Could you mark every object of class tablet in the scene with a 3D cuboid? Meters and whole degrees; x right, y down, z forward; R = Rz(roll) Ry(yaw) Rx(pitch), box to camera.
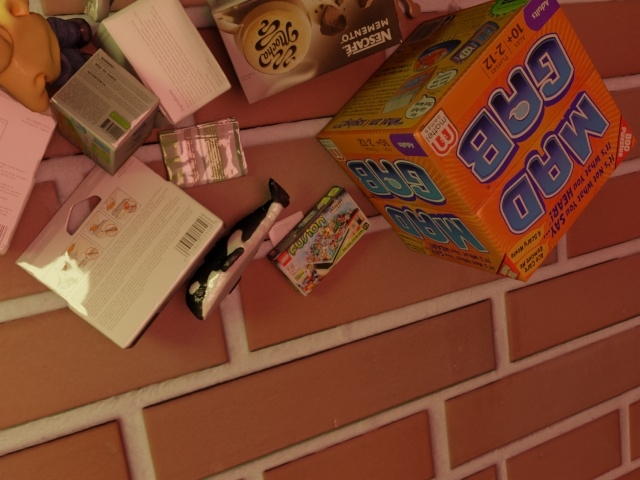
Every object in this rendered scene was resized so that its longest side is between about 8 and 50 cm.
[{"bbox_3d":[-0.065,-0.019,1.242,0.083,0.006,0.054,-27,109,-19],"label":"tablet"}]

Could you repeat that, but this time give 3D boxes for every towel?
[{"bbox_3d":[-0.214,-0.159,1.138,0.152,0.023,0.113,-16,104,-23],"label":"towel"}]

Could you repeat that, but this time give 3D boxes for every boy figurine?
[{"bbox_3d":[-0.425,-0.264,0.879,0.092,0.285,0.177,-5,106,15],"label":"boy figurine"}]

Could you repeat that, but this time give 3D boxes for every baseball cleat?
[{"bbox_3d":[-0.320,-0.430,0.981,0.109,0.072,0.206,5,68,-31],"label":"baseball cleat"}]

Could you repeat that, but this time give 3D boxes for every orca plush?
[{"bbox_3d":[-0.174,0.002,1.143,0.102,0.151,0.287,32,86,5],"label":"orca plush"}]

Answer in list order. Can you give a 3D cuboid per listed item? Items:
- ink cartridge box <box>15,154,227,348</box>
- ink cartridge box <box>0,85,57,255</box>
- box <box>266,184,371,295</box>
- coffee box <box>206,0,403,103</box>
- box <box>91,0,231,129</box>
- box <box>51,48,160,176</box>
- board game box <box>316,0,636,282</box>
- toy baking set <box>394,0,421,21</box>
[{"bbox_3d":[-0.341,0.009,1.075,0.239,0.060,0.275,37,82,2],"label":"ink cartridge box"},{"bbox_3d":[-0.584,-0.148,0.936,0.296,0.066,0.261,23,88,-27],"label":"ink cartridge box"},{"bbox_3d":[0.000,0.000,1.255,0.207,0.036,0.114,-47,119,-12],"label":"box"},{"bbox_3d":[-0.025,-0.382,1.074,0.297,0.119,0.168,-22,125,-2],"label":"coffee box"},{"bbox_3d":[-0.263,-0.289,1.005,0.119,0.181,0.182,-38,112,-16],"label":"box"},{"bbox_3d":[-0.332,-0.190,0.960,0.114,0.203,0.103,40,74,-11],"label":"box"},{"bbox_3d":[0.286,-0.195,1.188,0.356,0.356,0.356,-48,114,-11],"label":"board game box"},{"bbox_3d":[0.149,-0.563,1.251,0.196,0.030,0.256,25,87,-30],"label":"toy baking set"}]
